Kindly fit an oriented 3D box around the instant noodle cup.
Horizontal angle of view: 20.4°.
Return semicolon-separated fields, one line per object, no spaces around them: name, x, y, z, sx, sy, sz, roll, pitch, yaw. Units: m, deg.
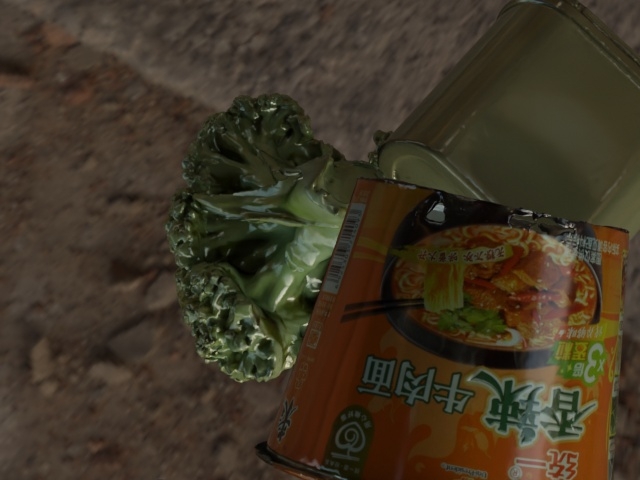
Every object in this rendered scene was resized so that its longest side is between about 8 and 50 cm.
instant noodle cup;0.088;0.066;1.094;0.230;0.230;0.182;11;89;10

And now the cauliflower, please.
cauliflower;0.002;-0.001;1.701;0.281;0.260;0.327;-29;90;42

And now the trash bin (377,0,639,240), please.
trash bin;0.207;-0.084;1.664;0.243;0.247;0.121;44;149;2

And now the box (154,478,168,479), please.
box;-0.105;0.427;1.815;0.178;0.252;0.328;8;147;25
